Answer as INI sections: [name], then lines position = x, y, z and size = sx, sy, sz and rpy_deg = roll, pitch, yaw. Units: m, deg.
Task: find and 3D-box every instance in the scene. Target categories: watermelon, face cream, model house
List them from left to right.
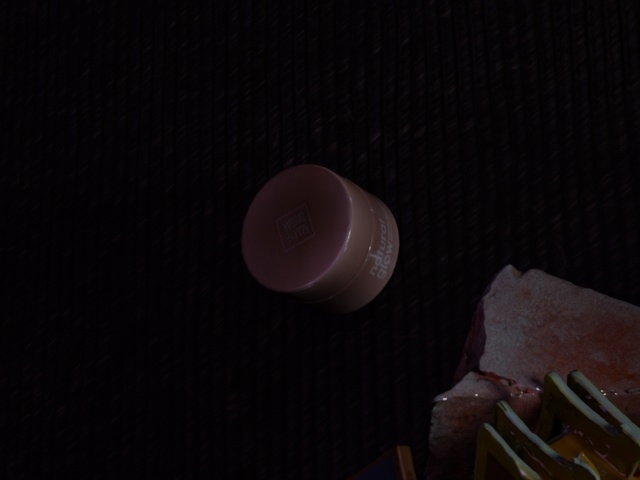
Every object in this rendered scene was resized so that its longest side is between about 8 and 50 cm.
[face cream]
position = 0.000, 0.000, 1.896
size = 0.149, 0.104, 0.149
rpy_deg = -12, 67, 31
[watermelon]
position = 0.206, 0.163, 1.640
size = 0.310, 0.232, 0.193
rpy_deg = -28, 25, 42
[model house]
position = 0.254, 0.266, 1.419
size = 0.358, 0.242, 0.312
rpy_deg = -18, 95, 51

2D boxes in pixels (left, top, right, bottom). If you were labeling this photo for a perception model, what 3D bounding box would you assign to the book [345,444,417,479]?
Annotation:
[book]
position = 0.049, 0.423, 1.687
size = 0.262, 0.028, 0.374
rpy_deg = -43, 49, 50
